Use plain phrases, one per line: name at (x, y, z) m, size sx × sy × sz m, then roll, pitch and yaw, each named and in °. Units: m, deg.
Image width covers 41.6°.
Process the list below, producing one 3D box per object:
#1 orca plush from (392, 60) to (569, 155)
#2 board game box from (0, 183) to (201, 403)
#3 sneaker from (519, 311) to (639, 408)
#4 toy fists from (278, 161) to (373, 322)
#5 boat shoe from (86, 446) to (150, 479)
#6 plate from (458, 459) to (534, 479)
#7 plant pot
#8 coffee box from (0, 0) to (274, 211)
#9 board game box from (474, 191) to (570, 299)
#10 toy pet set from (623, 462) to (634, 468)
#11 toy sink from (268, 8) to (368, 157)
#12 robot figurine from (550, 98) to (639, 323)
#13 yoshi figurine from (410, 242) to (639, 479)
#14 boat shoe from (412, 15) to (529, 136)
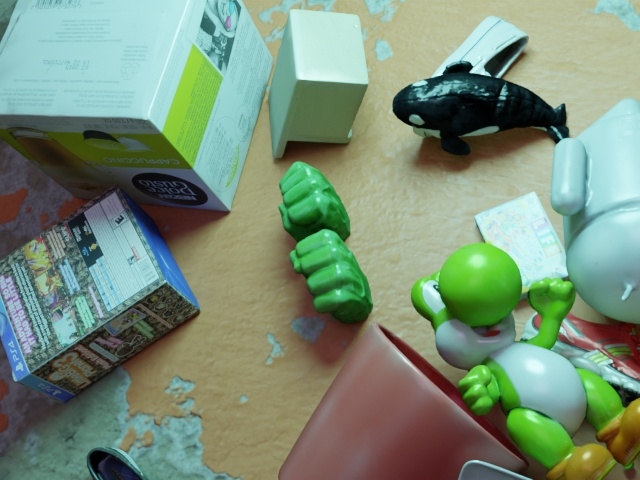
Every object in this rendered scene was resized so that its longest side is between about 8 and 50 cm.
orca plush at (0.263, -0.202, 1.338) m, size 0.287 × 0.102 × 0.151 m, roll 20°, pitch 93°, yaw -3°
board game box at (-0.394, 0.091, 1.436) m, size 0.291 × 0.141 × 0.232 m, roll -33°, pitch 59°, yaw 1°
sneaker at (0.415, 0.164, 1.152) m, size 0.279 × 0.107 × 0.118 m, roll 29°, pitch 69°, yaw 27°
toy fists at (0.000, 0.000, 1.347) m, size 0.096 × 0.142 × 0.279 m, roll -19°, pitch 60°, yaw 9°
boat shoe at (-0.279, 0.394, 1.284) m, size 0.080 × 0.076 × 0.228 m, roll -45°, pitch 59°, yaw -6°
plate at (0.277, 0.408, 1.010) m, size 0.278 × 0.045 × 0.277 m, roll 16°, pitch 112°, yaw 12°
plant pot at (0.094, 0.288, 1.119) m, size 0.243 × 0.275 × 0.275 m, roll -48°, pitch 60°, yaw 1°
coffee box at (-0.322, -0.275, 1.481) m, size 0.338 × 0.334 × 0.338 m, roll 5°, pitch 69°, yaw 20°
board game box at (0.315, 0.009, 1.303) m, size 0.104 × 0.026 × 0.154 m, roll -23°, pitch 60°, yaw 6°
toy pet set at (0.468, 0.298, 1.103) m, size 0.114 × 0.065 × 0.122 m, roll -41°, pitch 48°, yaw 37°
toy sink at (-0.006, -0.263, 1.472) m, size 0.131 × 0.234 × 0.152 m, roll 2°, pitch 60°, yaw -13°
robot figurine at (0.436, -0.033, 1.157) m, size 0.300 × 0.200 × 0.353 m, roll 22°, pitch 50°, yaw -16°
yoshi figurine at (0.258, 0.139, 1.080) m, size 0.362 × 0.204 × 0.203 m, roll 45°, pitch 106°, yaw 30°
boat shoe at (0.256, -0.272, 1.424) m, size 0.084 × 0.095 × 0.258 m, roll 32°, pitch 81°, yaw 30°
